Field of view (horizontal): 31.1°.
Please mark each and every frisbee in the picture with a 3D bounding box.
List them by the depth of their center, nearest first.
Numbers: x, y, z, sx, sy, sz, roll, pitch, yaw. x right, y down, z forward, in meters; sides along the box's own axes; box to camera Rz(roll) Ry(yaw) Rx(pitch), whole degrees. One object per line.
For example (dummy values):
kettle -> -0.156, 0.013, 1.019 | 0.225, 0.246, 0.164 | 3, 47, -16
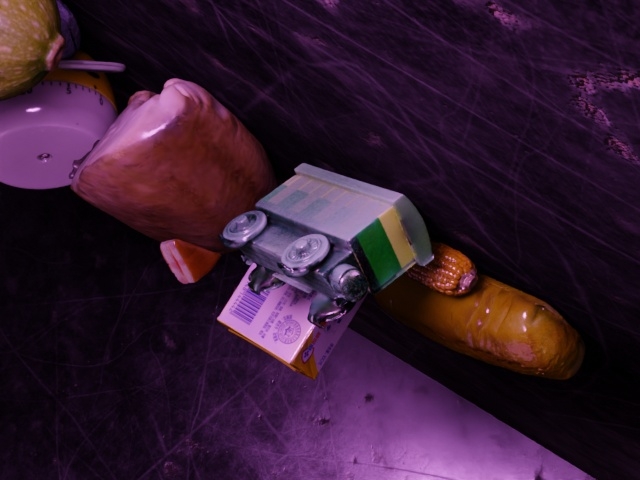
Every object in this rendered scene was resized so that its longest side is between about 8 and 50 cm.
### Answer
frisbee -> -0.365, -0.276, 1.829 | 0.110, 0.014, 0.110 | 3, -176, 0

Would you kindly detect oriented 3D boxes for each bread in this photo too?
bread -> 0.218, 0.111, 1.711 | 0.383, 0.112, 0.166 | 24, 168, 48
bread -> -0.202, 0.038, 1.794 | 0.043, 0.062, 0.109 | -9, 163, 40

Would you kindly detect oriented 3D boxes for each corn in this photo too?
corn -> 0.143, 0.026, 1.651 | 0.207, 0.068, 0.068 | 25, 169, 43

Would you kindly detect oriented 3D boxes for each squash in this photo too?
squash -> -0.484, -0.310, 1.493 | 0.308, 0.310, 0.310 | 21, 177, -21

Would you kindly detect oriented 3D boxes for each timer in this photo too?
timer -> -0.485, -0.252, 1.973 | 0.285, 0.285, 0.285 | 32, 172, 5

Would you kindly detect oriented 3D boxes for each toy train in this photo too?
toy train -> 0.000, 0.000, 1.594 | 0.301, 0.202, 0.120 | 22, 144, 55

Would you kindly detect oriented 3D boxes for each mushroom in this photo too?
mushroom -> -0.199, -0.092, 1.733 | 0.313, 0.224, 0.397 | 37, 171, -11

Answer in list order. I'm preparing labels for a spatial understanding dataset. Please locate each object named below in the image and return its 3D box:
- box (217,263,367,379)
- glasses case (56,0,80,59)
box -> -0.021, 0.068, 1.856 | 0.168, 0.265, 0.097 | 26, 172, 30
glasses case -> -0.418, -0.328, 1.725 | 0.109, 0.067, 0.282 | 26, 177, -7
